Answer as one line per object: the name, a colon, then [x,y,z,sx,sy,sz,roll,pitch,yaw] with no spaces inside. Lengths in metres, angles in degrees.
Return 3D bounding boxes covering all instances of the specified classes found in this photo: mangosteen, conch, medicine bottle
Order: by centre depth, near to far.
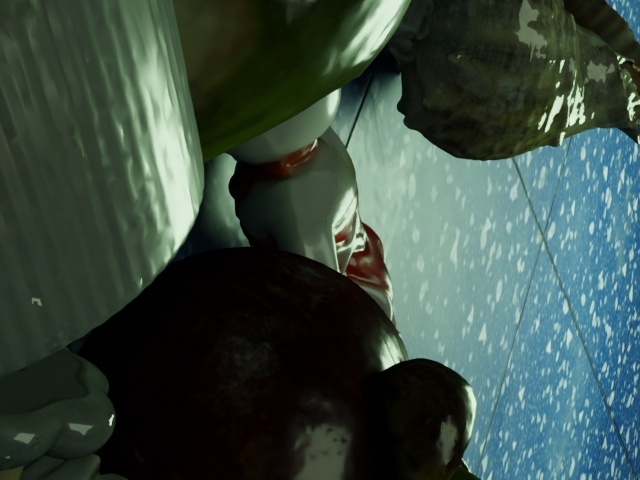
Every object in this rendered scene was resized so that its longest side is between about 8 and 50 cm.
medicine bottle: [-0.159,-0.156,0.340,0.224,0.224,0.384,-55,144,-44]
mangosteen: [-0.013,0.121,0.672,0.215,0.257,0.215,-47,149,-40]
conch: [0.136,-0.141,1.024,0.291,0.159,0.210,31,25,-30]

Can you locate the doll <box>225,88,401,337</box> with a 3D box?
doll: [0.000,0.000,0.841,0.188,0.099,0.384,-102,175,-48]

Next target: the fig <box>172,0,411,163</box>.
fig: [-0.088,-0.095,0.593,0.275,0.206,0.206,-53,153,3]

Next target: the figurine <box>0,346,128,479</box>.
figurine: [-0.160,0.215,0.523,0.166,0.207,0.387,-3,114,-42]
